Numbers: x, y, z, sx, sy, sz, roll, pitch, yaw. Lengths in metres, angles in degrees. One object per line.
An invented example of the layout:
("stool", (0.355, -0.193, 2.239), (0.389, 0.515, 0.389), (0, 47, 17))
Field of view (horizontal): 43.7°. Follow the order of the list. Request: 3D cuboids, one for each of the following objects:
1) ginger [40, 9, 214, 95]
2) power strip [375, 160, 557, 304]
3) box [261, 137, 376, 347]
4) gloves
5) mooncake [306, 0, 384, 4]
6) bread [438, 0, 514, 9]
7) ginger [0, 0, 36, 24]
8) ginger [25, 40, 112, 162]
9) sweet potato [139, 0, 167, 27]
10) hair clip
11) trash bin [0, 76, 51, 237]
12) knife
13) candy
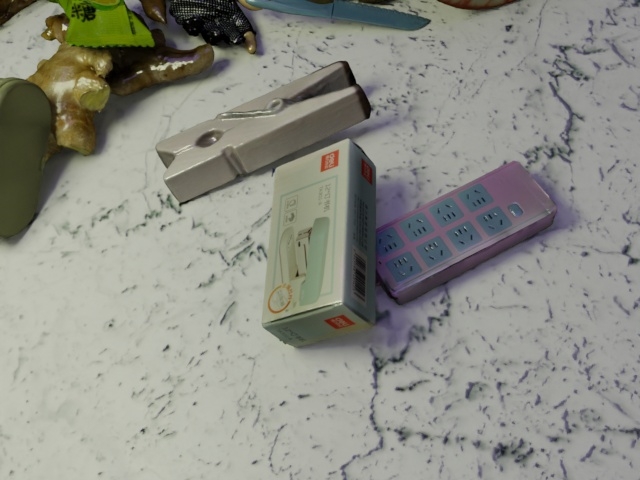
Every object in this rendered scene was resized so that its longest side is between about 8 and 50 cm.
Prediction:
("ginger", (-0.346, -0.331, 1.389), (0.333, 0.080, 0.166), (33, 71, 23))
("power strip", (0.186, -0.013, 1.093), (0.278, 0.038, 0.109), (-27, 56, -6))
("box", (0.000, 0.000, 1.076), (0.135, 0.079, 0.270), (-18, 52, 30))
("gloves", (-0.171, -0.383, 1.387), (0.129, 0.106, 0.181), (-35, 83, -18))
("mooncake", (0.054, -0.590, 1.410), (0.378, 0.201, 0.379), (-7, 59, 11))
("bread", (0.276, -0.507, 1.239), (0.327, 0.295, 0.114), (-10, 55, -16))
("ginger", (-0.566, -0.494, 1.524), (0.309, 0.107, 0.133), (-31, 43, -13))
("ginger", (-0.417, -0.221, 1.305), (0.157, 0.102, 0.216), (23, 93, 22))
("sweet potato", (-0.306, -0.454, 1.449), (0.067, 0.067, 0.274), (-19, 41, -1))
("hair clip", (-0.087, -0.165, 1.223), (0.330, 0.085, 0.101), (-26, 54, 2))
("trash bin", (-0.563, -0.147, 1.248), (0.247, 0.121, 0.244), (14, 95, 22))
("knife", (0.030, -0.387, 1.344), (0.312, 0.019, 0.045), (9, 65, -1))
("candy", (-0.366, -0.380, 1.323), (0.148, 0.069, 0.246), (-12, 46, -22))
